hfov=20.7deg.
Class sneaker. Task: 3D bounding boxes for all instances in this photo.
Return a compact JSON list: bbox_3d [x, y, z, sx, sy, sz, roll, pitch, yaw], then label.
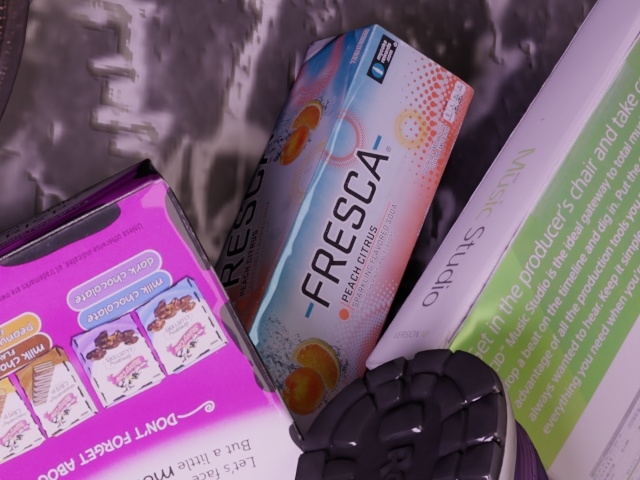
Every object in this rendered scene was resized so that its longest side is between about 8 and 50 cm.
[{"bbox_3d":[0.042,0.178,0.582,0.124,0.107,0.283,55,37,-33],"label":"sneaker"}]

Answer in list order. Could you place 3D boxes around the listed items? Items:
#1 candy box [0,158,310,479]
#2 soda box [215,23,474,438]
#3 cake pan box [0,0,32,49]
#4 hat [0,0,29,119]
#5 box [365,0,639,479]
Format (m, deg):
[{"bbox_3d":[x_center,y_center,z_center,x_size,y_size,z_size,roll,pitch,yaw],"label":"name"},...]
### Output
[{"bbox_3d":[-0.079,0.107,0.677,0.159,0.071,0.233,-27,102,-4],"label":"candy box"},{"bbox_3d":[0.000,0.000,0.773,0.063,0.058,0.183,31,71,-26],"label":"soda box"},{"bbox_3d":[-0.191,-0.191,0.612,0.267,0.070,0.245,29,93,-27],"label":"cake pan box"},{"bbox_3d":[-0.228,-0.049,0.516,0.331,0.134,0.331,-14,124,-22],"label":"hat"},{"bbox_3d":[0.195,0.061,0.792,0.322,0.058,0.232,44,66,-22],"label":"box"}]
